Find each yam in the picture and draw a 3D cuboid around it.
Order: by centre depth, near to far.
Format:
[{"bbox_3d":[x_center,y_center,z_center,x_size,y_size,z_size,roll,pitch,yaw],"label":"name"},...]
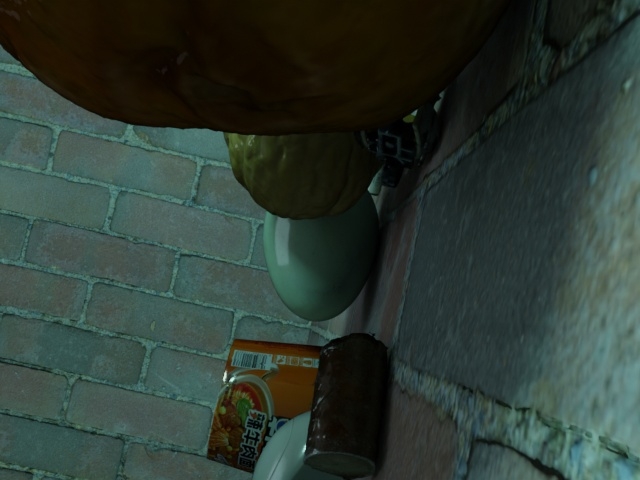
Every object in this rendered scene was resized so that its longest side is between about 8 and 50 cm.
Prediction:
[{"bbox_3d":[0.028,0.169,0.688,0.079,0.079,0.141,104,177,-48],"label":"yam"}]

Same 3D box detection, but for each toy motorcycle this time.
[{"bbox_3d":[0.095,-0.152,0.749,0.229,0.094,0.129,71,-146,-69],"label":"toy motorcycle"}]

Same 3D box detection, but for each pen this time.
[{"bbox_3d":[0.115,-0.177,1.171,0.025,0.025,0.204,-82,5,-69],"label":"pen"}]

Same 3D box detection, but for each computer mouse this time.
[{"bbox_3d":[-0.038,0.356,0.837,0.184,0.121,0.296,114,169,-75],"label":"computer mouse"}]

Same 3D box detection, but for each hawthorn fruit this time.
[{"bbox_3d":[-0.052,-0.272,0.446,0.472,0.472,0.471,-168,90,-88],"label":"hawthorn fruit"}]

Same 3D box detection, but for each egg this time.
[{"bbox_3d":[0.000,0.000,1.042,0.183,0.183,0.264,105,171,-59],"label":"egg"}]

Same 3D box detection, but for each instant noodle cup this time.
[{"bbox_3d":[-0.066,0.269,1.071,0.250,0.192,0.250,-167,90,-88],"label":"instant noodle cup"}]

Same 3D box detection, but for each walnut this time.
[{"bbox_3d":[-0.015,-0.149,0.877,0.261,0.225,0.225,111,172,-49],"label":"walnut"}]
